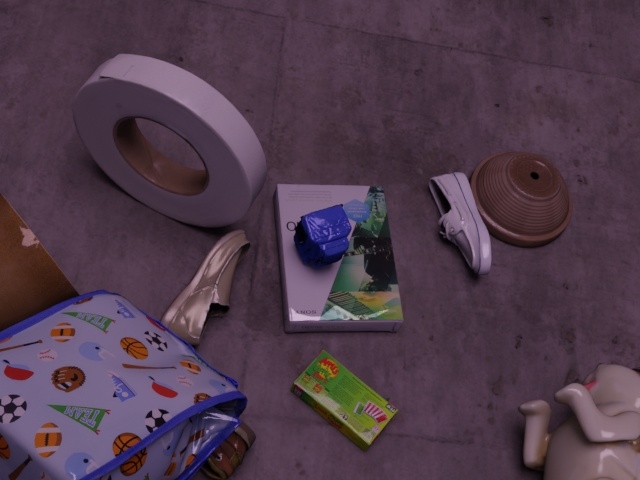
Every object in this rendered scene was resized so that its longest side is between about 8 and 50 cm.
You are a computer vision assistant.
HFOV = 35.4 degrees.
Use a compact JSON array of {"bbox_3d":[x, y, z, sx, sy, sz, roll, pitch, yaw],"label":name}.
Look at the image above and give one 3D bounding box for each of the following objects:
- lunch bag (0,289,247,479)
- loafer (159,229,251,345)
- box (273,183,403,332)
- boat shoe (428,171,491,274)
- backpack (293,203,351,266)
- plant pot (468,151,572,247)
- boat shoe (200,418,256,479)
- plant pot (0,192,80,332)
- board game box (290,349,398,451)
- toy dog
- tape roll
[{"bbox_3d":[-0.350,0.267,1.598,0.328,0.238,0.385,34,41,20],"label":"lunch bag"},{"bbox_3d":[-0.206,0.097,1.922,0.092,0.102,0.268,32,68,6],"label":"loafer"},{"bbox_3d":[0.032,0.032,2.032,0.232,0.058,0.321,0,61,-12],"label":"box"},{"bbox_3d":[0.290,-0.033,2.117,0.084,0.095,0.258,-6,51,-11],"label":"boat shoe"},{"bbox_3d":[0.000,0.000,1.942,0.098,0.120,0.101,-11,72,-20],"label":"backpack"},{"bbox_3d":[0.448,-0.112,2.180,0.238,0.109,0.237,6,59,-10],"label":"plant pot"},{"bbox_3d":[-0.266,0.307,1.770,0.307,0.110,0.104,30,57,6],"label":"boat shoe"},{"bbox_3d":[-0.602,0.081,1.781,0.254,0.237,0.237,-37,73,-14],"label":"plant pot"},{"bbox_3d":[0.044,0.300,1.882,0.181,0.043,0.092,38,59,11],"label":"board game box"},{"bbox_3d":[0.541,0.399,1.798,0.396,0.284,0.407,27,56,4],"label":"toy dog"},{"bbox_3d":[-0.287,-0.180,1.893,0.392,0.392,0.072,28,58,5],"label":"tape roll"}]
